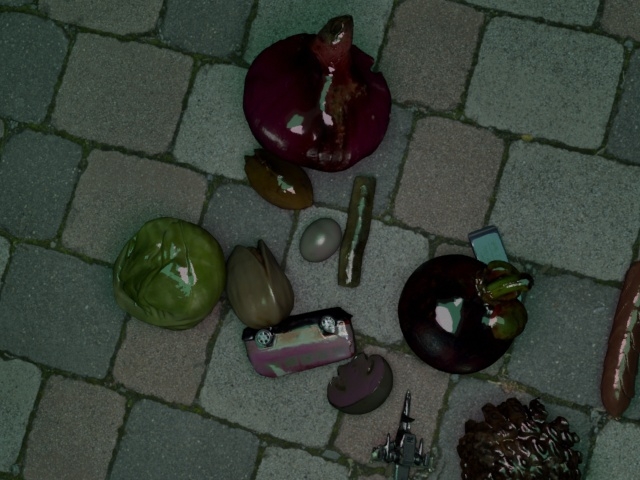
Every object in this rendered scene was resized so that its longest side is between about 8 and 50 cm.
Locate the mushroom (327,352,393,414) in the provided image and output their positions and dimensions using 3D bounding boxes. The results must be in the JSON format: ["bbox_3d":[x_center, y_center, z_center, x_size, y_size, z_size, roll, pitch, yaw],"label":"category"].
[{"bbox_3d":[0.115,0.394,1.780,0.188,0.141,0.117,-31,116,11],"label":"mushroom"}]

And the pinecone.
[{"bbox_3d":[0.498,0.535,1.665,0.296,0.242,0.298,-19,81,-6],"label":"pinecone"}]

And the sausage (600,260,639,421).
[{"bbox_3d":[0.800,0.254,1.742,0.088,0.088,0.432,13,85,7],"label":"sausage"}]

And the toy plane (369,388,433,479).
[{"bbox_3d":[0.223,0.529,1.768,0.192,0.088,0.261,14,82,-20],"label":"toy plane"}]

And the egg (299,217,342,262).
[{"bbox_3d":[0.000,0.000,1.833,0.103,0.103,0.135,38,90,8],"label":"egg"}]

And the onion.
[{"bbox_3d":[0.004,-0.387,1.693,0.399,0.420,0.398,3,71,-10],"label":"onion"}]

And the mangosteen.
[{"bbox_3d":[0.359,0.175,1.659,0.306,0.359,0.305,7,72,-22],"label":"mangosteen"}]

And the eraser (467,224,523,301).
[{"bbox_3d":[0.472,0.072,1.814,0.082,0.036,0.225,-18,83,5],"label":"eraser"}]

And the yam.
[{"bbox_3d":[0.099,-0.026,1.844,0.071,0.067,0.317,7,85,34],"label":"yam"}]

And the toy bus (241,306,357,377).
[{"bbox_3d":[-0.053,0.273,1.799,0.303,0.127,0.147,-14,87,4],"label":"toy bus"}]

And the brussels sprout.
[{"bbox_3d":[-0.397,0.080,1.777,0.328,0.247,0.327,-14,64,31],"label":"brussels sprout"}]

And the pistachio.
[{"bbox_3d":[-0.169,0.112,1.767,0.166,0.197,0.288,-12,46,-19],"label":"pistachio"}]

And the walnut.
[{"bbox_3d":[-0.117,-0.169,1.850,0.245,0.137,0.137,36,89,8],"label":"walnut"}]
